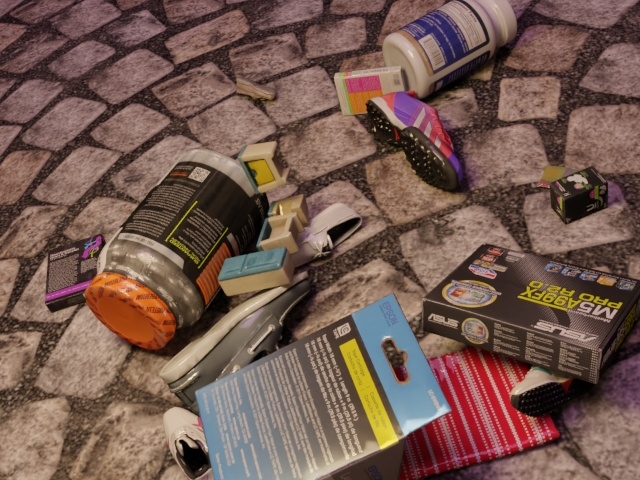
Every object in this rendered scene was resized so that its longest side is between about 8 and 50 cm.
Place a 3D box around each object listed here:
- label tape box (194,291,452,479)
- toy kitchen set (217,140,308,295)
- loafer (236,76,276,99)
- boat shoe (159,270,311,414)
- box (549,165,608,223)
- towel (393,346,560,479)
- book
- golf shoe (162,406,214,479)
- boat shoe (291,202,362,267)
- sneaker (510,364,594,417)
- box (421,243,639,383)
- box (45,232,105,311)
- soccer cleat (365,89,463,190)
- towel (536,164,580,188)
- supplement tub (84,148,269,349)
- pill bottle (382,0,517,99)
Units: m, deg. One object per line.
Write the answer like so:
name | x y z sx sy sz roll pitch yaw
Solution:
label tape box | 0.007 0.252 1.207 0.334 0.106 0.240 -26 42 3
toy kitchen set | -0.118 -0.041 1.454 0.122 0.166 0.207 -13 34 21
loafer | -0.151 -0.346 1.988 0.045 0.039 0.125 -11 32 -44
boat shoe | -0.121 0.163 1.413 0.319 0.099 0.116 -38 8 -35
box | 0.443 -0.078 1.464 0.083 0.062 0.052 -21 44 -3
towel | 0.183 0.243 1.247 0.275 0.031 0.199 -16 43 3
book | 0.109 -0.319 1.813 0.144 0.096 0.035 -2 44 18
golf shoe | -0.192 0.304 1.278 0.067 0.086 0.186 -34 43 -13
boat shoe | 0.000 0.000 1.551 0.184 0.066 0.063 -32 42 -28
sneaker | 0.316 0.197 1.210 0.161 0.057 0.075 -15 29 -29
box | 0.320 0.098 1.275 0.270 0.060 0.216 15 31 32
box | -0.480 0.061 1.681 0.116 0.029 0.162 -18 43 1
soccer cleat | 0.204 -0.208 1.662 0.116 0.108 0.318 -25 40 -12
towel | 0.438 -0.110 1.539 0.083 0.009 0.060 13 50 29
supplement tub | -0.252 0.014 1.514 0.207 0.207 0.338 10 49 29
pill bottle | 0.278 -0.424 1.821 0.265 0.153 0.153 -30 43 -13
